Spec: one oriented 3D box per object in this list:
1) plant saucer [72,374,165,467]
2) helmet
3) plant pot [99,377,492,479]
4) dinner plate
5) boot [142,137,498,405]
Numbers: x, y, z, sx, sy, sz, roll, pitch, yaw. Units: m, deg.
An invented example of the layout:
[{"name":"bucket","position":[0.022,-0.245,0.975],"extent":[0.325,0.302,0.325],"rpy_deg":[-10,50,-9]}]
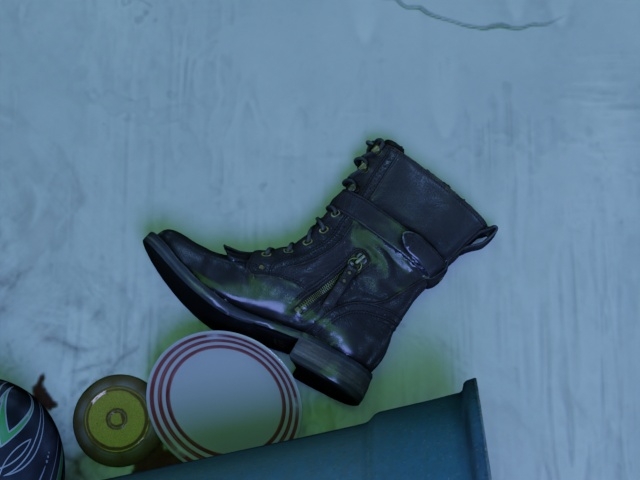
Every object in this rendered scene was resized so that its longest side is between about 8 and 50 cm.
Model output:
[{"name":"plant saucer","position":[-0.181,0.160,1.179],"extent":[0.084,0.015,0.083],"rpy_deg":[0,77,0]},{"name":"helmet","position":[-0.288,0.196,1.082],"extent":[0.170,0.161,0.169],"rpy_deg":[0,88,-11]},{"name":"plant pot","position":[-0.020,0.294,1.009],"extent":[0.334,0.341,0.341],"rpy_deg":[-8,77,7]},{"name":"dinner plate","position":[-0.083,0.142,1.157],"extent":[0.141,0.017,0.141],"rpy_deg":[3,107,10]},{"name":"boot","position":[0.000,0.000,1.192],"extent":[0.263,0.091,0.229],"rpy_deg":[32,73,3]}]
